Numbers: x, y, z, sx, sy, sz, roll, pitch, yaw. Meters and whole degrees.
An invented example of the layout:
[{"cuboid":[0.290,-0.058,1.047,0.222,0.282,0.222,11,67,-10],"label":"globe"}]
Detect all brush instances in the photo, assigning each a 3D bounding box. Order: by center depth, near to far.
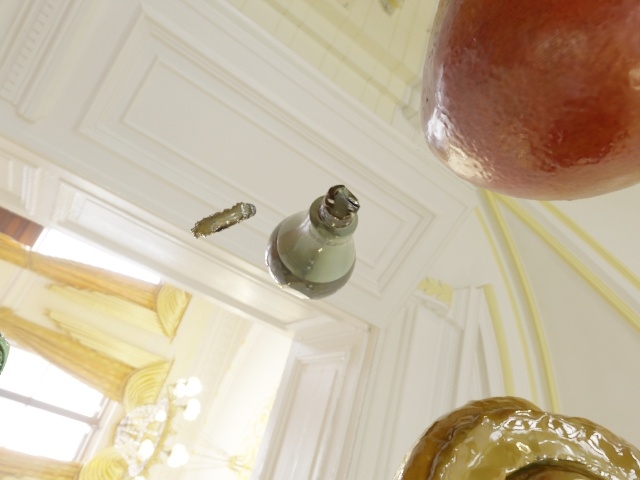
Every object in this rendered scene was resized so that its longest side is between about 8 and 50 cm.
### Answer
[{"cuboid":[-0.072,-0.018,0.384,0.043,0.014,0.170,-23,-175,-2],"label":"brush"}]

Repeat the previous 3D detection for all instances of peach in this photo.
[{"cuboid":[0.248,-0.183,0.456,0.332,0.308,0.307,-33,-146,40],"label":"peach"}]

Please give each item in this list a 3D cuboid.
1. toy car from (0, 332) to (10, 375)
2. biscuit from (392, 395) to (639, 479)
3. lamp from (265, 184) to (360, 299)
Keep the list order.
[{"cuboid":[-0.302,0.140,0.327,0.058,0.094,0.186,105,-8,-52],"label":"toy car"},{"cuboid":[0.191,0.259,0.349,0.296,0.297,0.101,-86,-175,-47],"label":"biscuit"},{"cuboid":[0.012,0.014,0.865,0.314,0.182,0.181,-27,-141,59],"label":"lamp"}]
